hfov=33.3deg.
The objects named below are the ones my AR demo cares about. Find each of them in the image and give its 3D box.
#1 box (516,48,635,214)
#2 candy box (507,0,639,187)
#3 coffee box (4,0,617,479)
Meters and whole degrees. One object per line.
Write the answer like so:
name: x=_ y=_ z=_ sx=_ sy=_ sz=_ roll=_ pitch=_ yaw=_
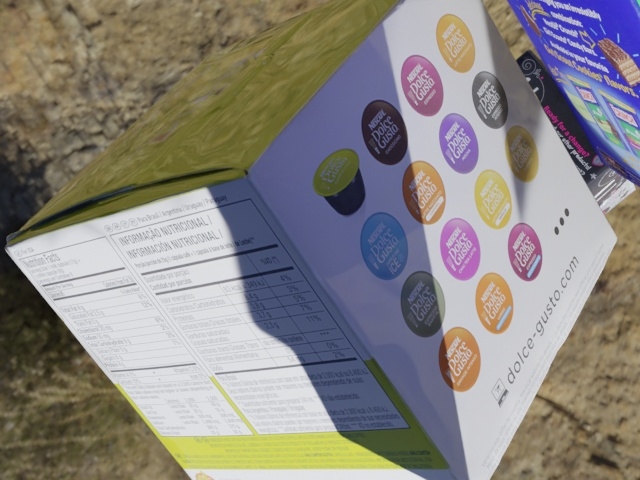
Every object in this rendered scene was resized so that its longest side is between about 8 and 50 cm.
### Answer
box: x=0.253 y=-0.090 z=1.219 sx=0.142 sy=0.247 sz=0.163 roll=-41 pitch=73 yaw=12
candy box: x=0.210 y=-0.166 z=0.692 sx=0.122 sy=0.268 sz=0.317 roll=-36 pitch=113 yaw=4
coffee box: x=0.000 y=0.000 z=0.973 sx=0.338 sy=0.337 sz=0.334 roll=-12 pitch=120 yaw=45
